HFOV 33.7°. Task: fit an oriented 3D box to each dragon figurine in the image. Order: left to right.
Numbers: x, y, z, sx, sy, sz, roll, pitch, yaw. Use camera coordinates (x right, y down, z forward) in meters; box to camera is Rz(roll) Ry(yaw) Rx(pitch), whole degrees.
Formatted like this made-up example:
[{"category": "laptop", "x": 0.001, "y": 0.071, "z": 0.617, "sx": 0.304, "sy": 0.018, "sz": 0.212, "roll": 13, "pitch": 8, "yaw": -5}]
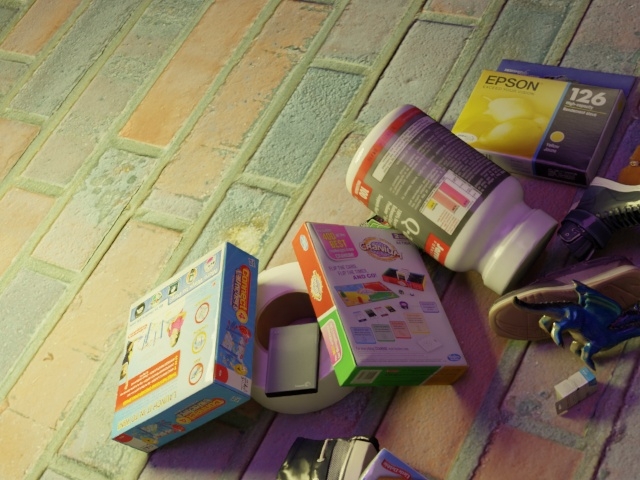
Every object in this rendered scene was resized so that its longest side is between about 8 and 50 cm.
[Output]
[{"category": "dragon figurine", "x": 0.453, "y": 0.122, "z": 1.798, "sx": 0.144, "sy": 0.289, "sz": 0.085, "roll": -53, "pitch": 16, "yaw": 7}]

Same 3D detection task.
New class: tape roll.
[{"category": "tape roll", "x": -0.041, "y": 0.179, "z": 1.995, "sx": 0.286, "sy": 0.100, "sz": 0.286, "roll": -10, "pitch": 52, "yaw": 13}]

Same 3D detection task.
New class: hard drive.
[{"category": "hard drive", "x": -0.048, "y": 0.214, "z": 1.890, "sx": 0.094, "sy": 0.022, "sz": 0.135, "roll": -8, "pitch": 53, "yaw": 14}]

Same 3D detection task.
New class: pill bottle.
[{"category": "pill bottle", "x": 0.243, "y": -0.072, "z": 1.960, "sx": 0.363, "sy": 0.210, "sz": 0.210, "roll": 38, "pitch": 72, "yaw": 16}]

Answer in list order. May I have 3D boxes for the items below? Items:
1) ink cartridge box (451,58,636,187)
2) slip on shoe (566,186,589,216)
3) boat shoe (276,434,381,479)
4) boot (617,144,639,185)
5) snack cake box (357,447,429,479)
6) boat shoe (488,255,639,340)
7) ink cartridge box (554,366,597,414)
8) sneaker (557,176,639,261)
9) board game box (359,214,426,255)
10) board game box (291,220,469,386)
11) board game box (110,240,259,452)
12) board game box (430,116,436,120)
[{"category": "ink cartridge box", "x": 0.455, "y": -0.266, "z": 2.179, "sx": 0.303, "sy": 0.072, "sz": 0.307, "roll": 13, "pitch": 62, "yaw": 28}, {"category": "slip on shoe", "x": 0.509, "y": -0.056, "z": 2.009, "sx": 0.041, "sy": 0.051, "sz": 0.135, "roll": 20, "pitch": 56, "yaw": 38}, {"category": "boat shoe", "x": -0.012, "y": 0.477, "z": 1.755, "sx": 0.158, "sy": 0.127, "sz": 0.340, "roll": -1, "pitch": 46, "yaw": 27}, {"category": "boot", "x": 0.640, "y": -0.055, "z": 1.941, "sx": 0.211, "sy": 0.104, "sz": 0.295, "roll": 6, "pitch": 55, "yaw": 32}, {"category": "snack cake box", "x": 0.170, "y": 0.440, "z": 1.621, "sx": 0.264, "sy": 0.152, "sz": 0.089, "roll": 34, "pitch": 69, "yaw": 8}, {"category": "boat shoe", "x": 0.434, "y": 0.097, "z": 1.891, "sx": 0.285, "sy": 0.103, "sz": 0.092, "roll": -19, "pitch": 28, "yaw": 3}, {"category": "ink cartridge box", "x": 0.428, "y": 0.256, "z": 1.799, "sx": 0.083, "sy": 0.048, "sz": 0.028, "roll": -31, "pitch": 50, "yaw": -5}, {"category": "sneaker", "x": 0.525, "y": -0.025, "z": 1.882, "sx": 0.163, "sy": 0.086, "sz": 0.226, "roll": -47, "pitch": 26, "yaw": -13}, {"category": "board game box", "x": 0.221, "y": -0.049, "z": 2.121, "sx": 0.259, "sy": 0.030, "sz": 0.136, "roll": -31, "pitch": 52, "yaw": -5}, {"category": "board game box", "x": 0.104, "y": 0.112, "z": 1.907, "sx": 0.242, "sy": 0.064, "sz": 0.316, "roll": 5, "pitch": 49, "yaw": -30}, {"category": "board game box", "x": -0.251, "y": 0.201, "z": 1.972, "sx": 0.308, "sy": 0.086, "sz": 0.302, "roll": -31, "pitch": 42, "yaw": 36}, {"category": "board game box", "x": 0.177, "y": -0.152, "z": 2.188, "sx": 0.124, "sy": 0.039, "sz": 0.259, "roll": -10, "pitch": 42, "yaw": 18}]
